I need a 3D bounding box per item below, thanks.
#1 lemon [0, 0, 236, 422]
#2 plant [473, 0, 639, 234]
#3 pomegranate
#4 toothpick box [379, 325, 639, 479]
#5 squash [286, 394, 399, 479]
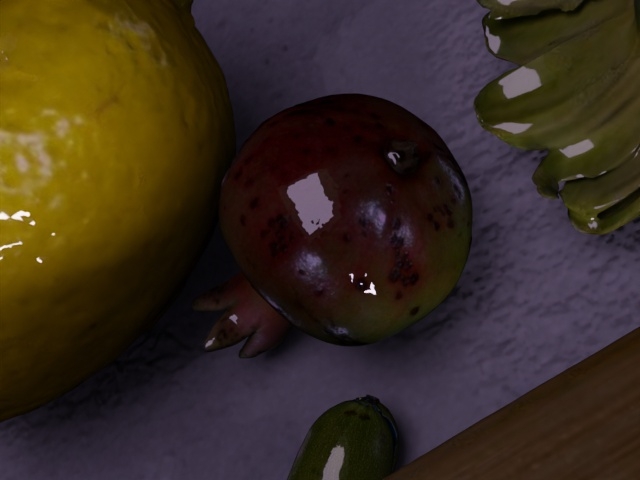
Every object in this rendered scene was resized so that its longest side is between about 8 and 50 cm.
[{"bbox_3d":[-0.182,-0.034,0.719,0.284,0.260,0.260,-30,56,27],"label":"lemon"},{"bbox_3d":[0.182,-0.150,0.611,0.306,0.297,0.261,-50,22,20],"label":"plant"},{"bbox_3d":[-0.003,-0.007,0.687,0.159,0.129,0.129,-14,62,33],"label":"pomegranate"},{"bbox_3d":[0.150,0.109,0.427,0.308,0.190,0.187,-25,53,-22],"label":"toothpick box"},{"bbox_3d":[-0.012,0.159,0.657,0.052,0.052,0.183,23,80,35],"label":"squash"}]
